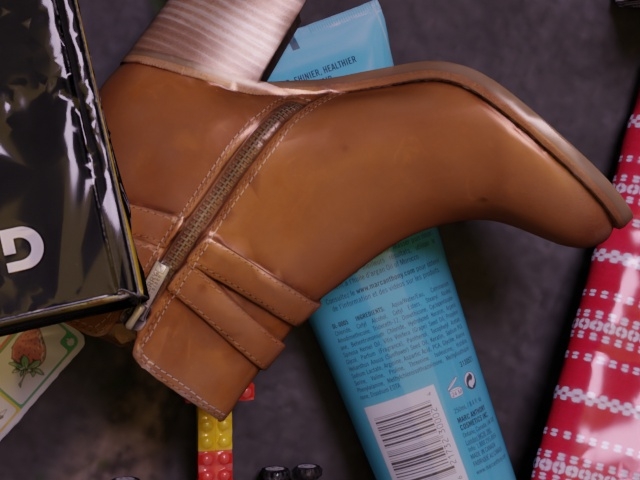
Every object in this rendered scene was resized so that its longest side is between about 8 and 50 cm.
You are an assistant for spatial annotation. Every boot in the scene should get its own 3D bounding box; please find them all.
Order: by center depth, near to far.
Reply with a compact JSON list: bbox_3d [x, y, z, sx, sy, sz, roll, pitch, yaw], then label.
[{"bbox_3d":[0.000,0.000,0.603,0.197,0.073,0.152,26,84,11],"label":"boot"}]

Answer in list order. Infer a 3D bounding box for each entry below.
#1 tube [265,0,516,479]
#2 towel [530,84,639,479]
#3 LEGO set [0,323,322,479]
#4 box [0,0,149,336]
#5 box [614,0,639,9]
[{"bbox_3d":[0.020,0.013,0.657,0.080,0.052,0.207,-20,94,-14],"label":"tube"},{"bbox_3d":[0.195,0.067,0.654,0.199,0.031,0.275,15,79,8],"label":"towel"},{"bbox_3d":[-0.097,0.113,0.629,0.182,0.060,0.244,43,80,-17],"label":"LEGO set"},{"bbox_3d":[-0.239,-0.068,0.529,0.322,0.079,0.257,-12,86,-5],"label":"box"},{"bbox_3d":[0.261,-0.235,0.676,0.242,0.076,0.307,4,94,-14],"label":"box"}]
